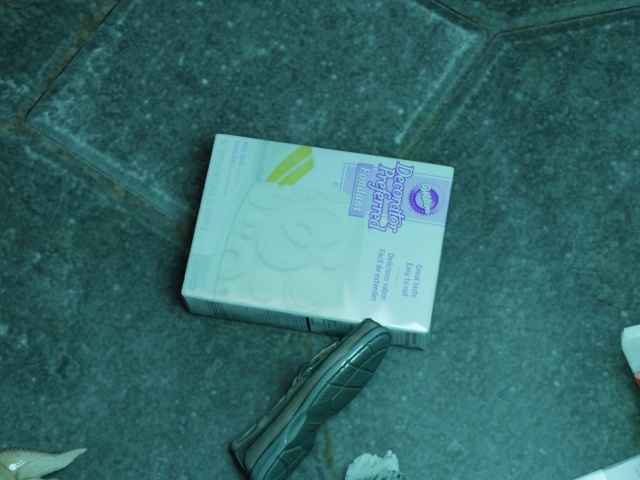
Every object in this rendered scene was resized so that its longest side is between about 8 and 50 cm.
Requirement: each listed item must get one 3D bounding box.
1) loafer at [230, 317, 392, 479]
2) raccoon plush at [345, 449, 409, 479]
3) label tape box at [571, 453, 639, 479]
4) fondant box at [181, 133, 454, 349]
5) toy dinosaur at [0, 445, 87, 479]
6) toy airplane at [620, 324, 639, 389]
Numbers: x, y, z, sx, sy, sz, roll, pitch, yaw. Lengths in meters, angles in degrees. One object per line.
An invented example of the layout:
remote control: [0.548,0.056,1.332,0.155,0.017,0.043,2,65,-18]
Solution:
loafer: [-0.020,0.196,1.835,0.084,0.096,0.267,42,98,29]
raccoon plush: [0.179,0.482,1.729,0.216,0.299,0.446,-18,33,7]
label tape box: [0.398,0.393,1.764,0.334,0.106,0.240,-21,71,-5]
fondant box: [0.000,0.000,1.930,0.330,0.096,0.238,9,71,5]
toy dinosaur: [-0.433,0.344,1.815,0.200,0.127,0.295,28,68,19]
toy airplane: [0.561,0.117,1.761,0.384,0.272,0.386,-31,48,-26]
